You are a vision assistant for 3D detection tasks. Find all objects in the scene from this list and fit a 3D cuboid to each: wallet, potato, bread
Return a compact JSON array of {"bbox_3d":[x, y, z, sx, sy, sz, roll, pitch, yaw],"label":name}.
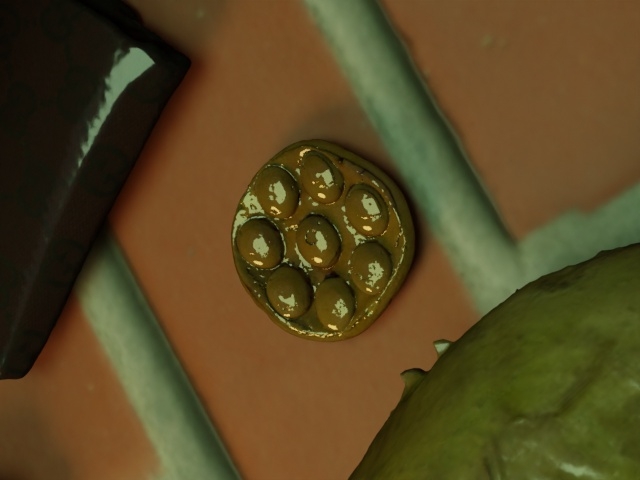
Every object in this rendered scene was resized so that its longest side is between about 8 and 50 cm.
[{"bbox_3d":[-0.189,-0.052,1.020,0.182,0.049,0.229,36,110,23],"label":"wallet"},{"bbox_3d":[0.127,0.124,0.794,0.266,0.229,0.229,-45,72,6],"label":"potato"},{"bbox_3d":[0.000,0.000,0.935,0.110,0.024,0.110,1,93,26],"label":"bread"}]
